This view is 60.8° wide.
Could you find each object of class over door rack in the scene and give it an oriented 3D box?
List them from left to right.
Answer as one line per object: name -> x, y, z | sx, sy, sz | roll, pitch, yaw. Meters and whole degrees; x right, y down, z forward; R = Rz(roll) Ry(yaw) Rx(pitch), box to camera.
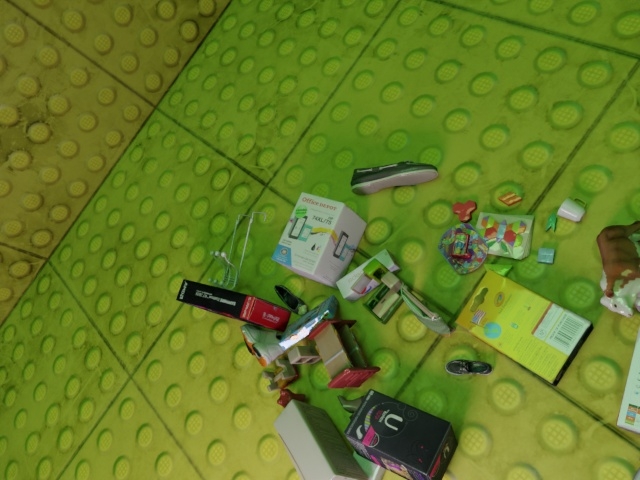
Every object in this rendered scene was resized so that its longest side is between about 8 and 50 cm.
over door rack -> -0.348, 0.027, 2.145 | 0.239, 0.108, 0.324 | 1, 67, 68

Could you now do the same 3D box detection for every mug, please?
mug -> 0.754, -0.094, 1.619 | 0.064, 0.062, 0.078 | 36, 98, 29

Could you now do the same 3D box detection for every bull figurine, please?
bull figurine -> 0.821, 0.061, 1.432 | 0.189, 0.101, 0.310 | -13, 38, 26

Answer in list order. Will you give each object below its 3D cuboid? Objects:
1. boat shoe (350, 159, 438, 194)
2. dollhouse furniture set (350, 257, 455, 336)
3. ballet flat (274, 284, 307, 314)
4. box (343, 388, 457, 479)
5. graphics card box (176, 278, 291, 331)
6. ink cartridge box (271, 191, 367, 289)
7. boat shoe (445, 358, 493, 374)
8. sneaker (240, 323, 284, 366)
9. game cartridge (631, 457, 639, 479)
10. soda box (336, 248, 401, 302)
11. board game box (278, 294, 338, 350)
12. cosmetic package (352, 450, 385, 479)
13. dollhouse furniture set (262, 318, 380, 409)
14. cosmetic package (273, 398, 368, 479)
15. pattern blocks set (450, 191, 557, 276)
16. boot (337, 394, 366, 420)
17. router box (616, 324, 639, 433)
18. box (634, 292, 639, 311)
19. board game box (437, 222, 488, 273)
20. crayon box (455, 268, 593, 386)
boat shoe -> 0.255, -0.245, 1.954 | 0.335, 0.112, 0.095 | -10, 70, 32
dollhouse furniture set -> 0.249, 0.222, 1.707 | 0.151, 0.197, 0.301 | -49, 53, 3
ballet flat -> -0.114, 0.222, 2.020 | 0.173, 0.049, 0.057 | 35, 91, 36
box -> 0.233, 0.573, 1.576 | 0.270, 0.143, 0.165 | 14, 54, 34
graphics card box -> -0.324, 0.242, 2.028 | 0.371, 0.233, 0.094 | 10, 77, 33
ink cartridge box -> 0.000, 0.000, 1.952 | 0.198, 0.197, 0.270 | 18, 80, 35
boat shoe -> 0.439, 0.376, 1.624 | 0.142, 0.040, 0.049 | -6, 68, 29
sneaker -> -0.203, 0.366, 1.987 | 0.121, 0.099, 0.262 | -24, 27, -20
game cartridge -> 0.925, 0.485, 1.274 | 0.230, 0.068, 0.355 | 31, 88, 41
soda box -> 0.166, 0.123, 1.880 | 0.216, 0.069, 0.073 | -35, 56, 14
board game box -> -0.038, 0.283, 1.891 | 0.211, 0.160, 0.039 | -35, 96, 14
cosmetic package -> 0.108, 0.768, 1.649 | 0.099, 0.060, 0.239 | 19, 80, 40
dollhouse furniture set -> -0.007, 0.441, 1.830 | 0.374, 0.152, 0.201 | -45, 53, 29
cosmetic package -> -0.005, 0.644, 1.663 | 0.113, 0.160, 0.309 | -53, 37, 7
pattern blocks set -> 0.571, -0.021, 1.719 | 0.325, 0.026, 0.285 | -5, 68, 29
boot -> 0.117, 0.528, 1.762 | 0.087, 0.042, 0.118 | -39, 56, 4
router box -> 0.904, 0.344, 1.260 | 0.336, 0.082, 0.301 | 13, 77, 34
box -> 0.972, 0.097, 1.401 | 0.324, 0.067, 0.063 | -23, 61, 21
board game box -> 0.450, 0.019, 1.745 | 0.133, 0.033, 0.168 | -42, 55, 17
crayon box -> 0.579, 0.242, 1.570 | 0.319, 0.081, 0.202 | 33, 89, 36
